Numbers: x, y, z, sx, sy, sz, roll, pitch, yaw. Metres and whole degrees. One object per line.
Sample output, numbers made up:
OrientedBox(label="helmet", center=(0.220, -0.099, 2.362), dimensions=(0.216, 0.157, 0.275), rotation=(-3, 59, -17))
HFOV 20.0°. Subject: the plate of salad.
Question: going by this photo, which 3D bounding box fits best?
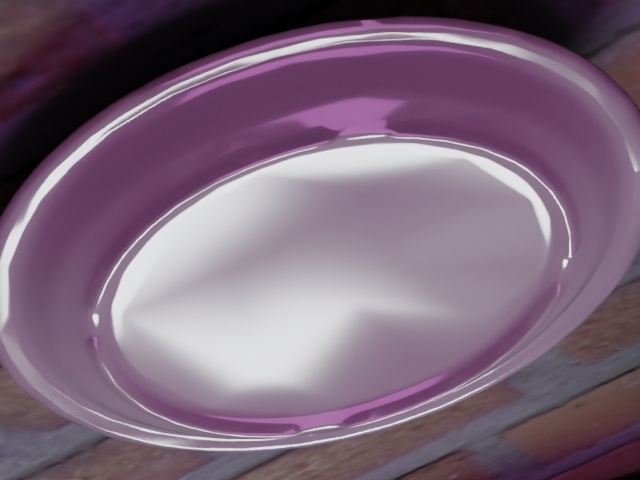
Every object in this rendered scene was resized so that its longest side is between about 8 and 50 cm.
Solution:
OrientedBox(label="plate of salad", center=(0.000, 0.000, 0.532), dimensions=(0.200, 0.048, 0.200), rotation=(-10, 142, -7))
